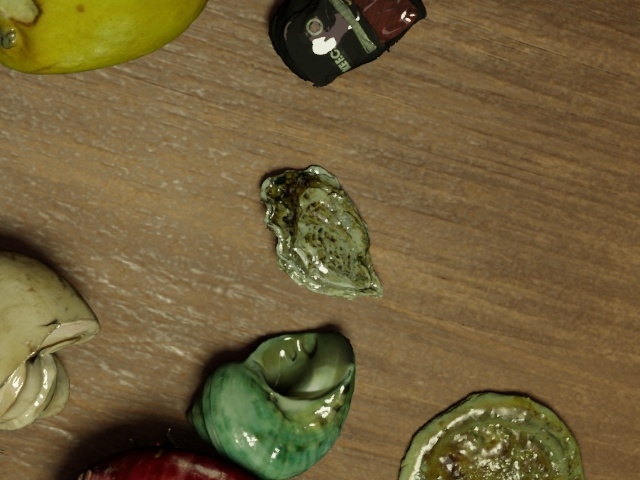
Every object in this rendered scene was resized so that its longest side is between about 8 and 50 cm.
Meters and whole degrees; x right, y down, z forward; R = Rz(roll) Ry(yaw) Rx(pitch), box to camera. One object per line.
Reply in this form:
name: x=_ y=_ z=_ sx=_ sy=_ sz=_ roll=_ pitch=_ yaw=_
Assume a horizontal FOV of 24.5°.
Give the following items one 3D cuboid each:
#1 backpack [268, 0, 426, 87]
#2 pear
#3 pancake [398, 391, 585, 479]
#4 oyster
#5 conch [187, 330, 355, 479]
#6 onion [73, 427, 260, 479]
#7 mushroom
backpack: x=0.029 y=-0.242 z=1.604 sx=0.165 sy=0.106 sz=0.120 roll=-45 pitch=110 yaw=-3
pear: x=-0.223 y=-0.308 z=1.472 sx=0.269 sy=0.269 sz=0.321 roll=37 pitch=74 yaw=-16
pancake: x=0.210 y=0.302 z=1.788 sx=0.253 sy=0.037 sz=0.254 roll=-2 pitch=102 yaw=-10
oyster: x=0.000 y=0.000 z=1.676 sx=0.125 sy=0.064 sz=0.177 roll=-24 pitch=95 yaw=-21
conch: x=-0.055 y=0.187 z=1.669 sx=0.188 sy=0.122 sz=0.176 roll=2 pitch=64 yaw=-7
onion: x=-0.161 y=0.372 z=1.613 sx=0.313 sy=0.232 sz=0.314 roll=11 pitch=133 yaw=12
mushroom: x=-0.365 y=0.116 z=1.579 sx=0.253 sy=0.195 sz=0.189 roll=-43 pitch=73 yaw=6
